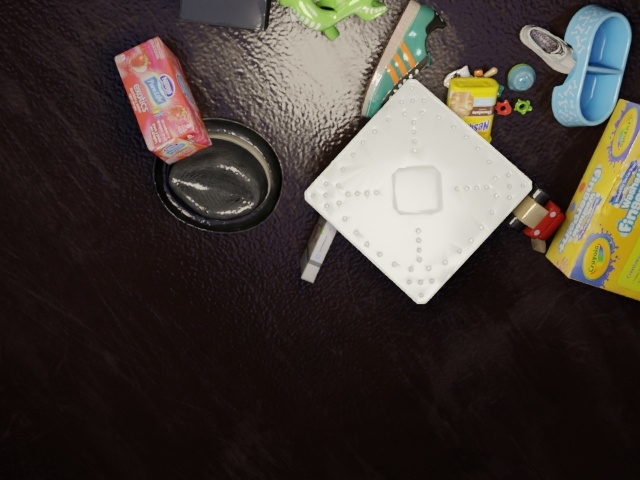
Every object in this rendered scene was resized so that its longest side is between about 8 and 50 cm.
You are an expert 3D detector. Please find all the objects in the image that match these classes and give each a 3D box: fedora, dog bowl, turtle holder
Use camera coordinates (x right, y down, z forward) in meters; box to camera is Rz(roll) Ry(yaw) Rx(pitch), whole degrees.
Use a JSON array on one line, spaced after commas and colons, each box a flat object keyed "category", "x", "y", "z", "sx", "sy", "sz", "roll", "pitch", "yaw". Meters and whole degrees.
[{"category": "fedora", "x": -0.259, "y": -0.146, "z": 1.802, "sx": 0.333, "sy": 0.152, "sz": 0.334, "roll": -1, "pitch": 107, "yaw": -2}, {"category": "dog bowl", "x": 0.667, "y": -0.418, "z": 1.762, "sx": 0.165, "sy": 0.074, "sz": 0.297, "roll": -2, "pitch": 109, "yaw": -29}, {"category": "turtle holder", "x": 0.040, "y": -0.590, "z": 1.623, "sx": 0.320, "sy": 0.243, "sz": 0.227, "roll": -31, "pitch": 106, "yaw": -3}]

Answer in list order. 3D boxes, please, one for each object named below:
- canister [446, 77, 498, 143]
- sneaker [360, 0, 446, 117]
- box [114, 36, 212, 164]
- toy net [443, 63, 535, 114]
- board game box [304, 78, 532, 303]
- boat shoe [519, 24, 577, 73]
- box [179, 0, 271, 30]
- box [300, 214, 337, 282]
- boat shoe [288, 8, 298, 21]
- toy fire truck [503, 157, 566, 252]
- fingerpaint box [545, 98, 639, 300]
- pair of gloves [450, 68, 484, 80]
[{"category": "canister", "x": 0.367, "y": -0.313, "z": 1.785, "sx": 0.126, "sy": 0.073, "sz": 0.170, "roll": -1, "pitch": 129, "yaw": -1}, {"category": "sneaker", "x": 0.201, "y": -0.424, "z": 1.757, "sx": 0.121, "sy": 0.108, "sz": 0.302, "roll": 25, "pitch": 103, "yaw": -5}, {"category": "box", "x": -0.369, "y": -0.326, "z": 1.702, "sx": 0.122, "sy": 0.128, "sz": 0.257, "roll": -24, "pitch": 77, "yaw": 6}, {"category": "toy net", "x": 0.421, "y": -0.383, "z": 1.816, "sx": 0.232, "sy": 0.045, "sz": 0.122, "roll": 3, "pitch": 122, "yaw": 0}, {"category": "board game box", "x": 0.229, "y": -0.116, "z": 1.725, "sx": 0.390, "sy": 0.050, "sz": 0.390, "roll": 43, "pitch": 91, "yaw": 6}, {"category": "boat shoe", "x": 0.577, "y": -0.471, "z": 1.780, "sx": 0.184, "sy": 0.063, "sz": 0.066, "roll": 37, "pitch": 102, "yaw": -12}, {"category": "box", "x": -0.207, "y": -0.533, "z": 1.628, "sx": 0.184, "sy": 0.261, "sz": 0.103, "roll": 3, "pitch": 107, "yaw": -3}, {"category": "box", "x": 0.000, "y": 0.000, "z": 1.860, "sx": 0.038, "sy": 0.145, "sz": 0.186, "roll": 23, "pitch": 105, "yaw": -9}, {"category": "boat shoe", "x": -0.080, "y": -0.625, "z": 1.697, "sx": 0.075, "sy": 0.083, "sz": 0.226, "roll": -22, "pitch": 107, "yaw": 3}, {"category": "toy fire truck", "x": 0.542, "y": -0.059, "z": 1.841, "sx": 0.246, "sy": 0.217, "sz": 0.158, "roll": 28, "pitch": 110, "yaw": -27}, {"category": "fingerpaint box", "x": 0.840, "y": -0.079, "z": 1.808, "sx": 0.371, "sy": 0.163, "sz": 0.445, "roll": 17, "pitch": 107, "yaw": -10}, {"category": "pair of gloves", "x": 0.364, "y": -0.384, "z": 1.783, "sx": 0.083, "sy": 0.010, "sz": 0.074, "roll": -9, "pitch": 126, "yaw": 6}]
